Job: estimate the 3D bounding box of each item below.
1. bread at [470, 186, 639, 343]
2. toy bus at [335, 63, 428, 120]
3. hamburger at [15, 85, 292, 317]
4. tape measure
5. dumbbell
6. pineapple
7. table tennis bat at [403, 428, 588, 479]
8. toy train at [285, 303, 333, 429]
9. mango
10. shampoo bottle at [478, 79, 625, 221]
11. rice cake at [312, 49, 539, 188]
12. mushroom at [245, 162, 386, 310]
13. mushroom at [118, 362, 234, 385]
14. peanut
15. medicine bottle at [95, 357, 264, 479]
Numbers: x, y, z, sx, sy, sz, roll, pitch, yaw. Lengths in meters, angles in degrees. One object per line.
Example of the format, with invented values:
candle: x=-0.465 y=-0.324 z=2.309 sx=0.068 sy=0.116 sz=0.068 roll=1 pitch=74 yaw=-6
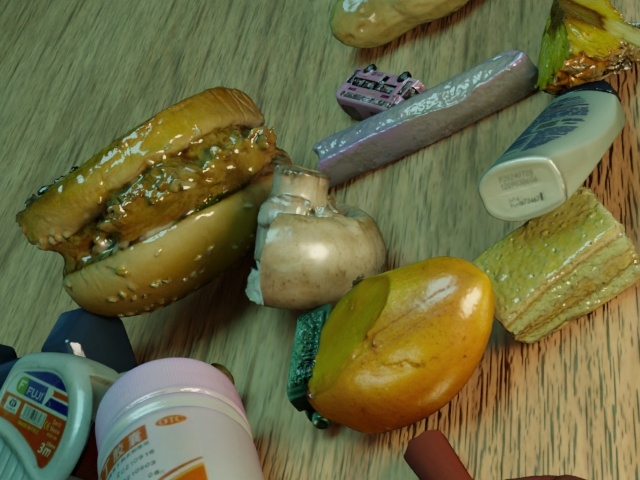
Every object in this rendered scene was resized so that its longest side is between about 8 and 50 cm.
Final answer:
bread: x=0.284 y=0.034 z=1.621 sx=0.196 sy=0.102 sz=0.138 roll=-37 pitch=28 yaw=6
toy bus: x=0.104 y=-0.236 z=2.203 sx=0.090 sy=0.063 sz=0.203 roll=-48 pitch=30 yaw=-12
hamburger: x=-0.201 y=-0.071 z=2.005 sx=0.445 sy=0.268 sz=0.287 roll=-32 pitch=1 yaw=-31
tape measure: x=-0.359 y=0.281 z=1.835 sx=0.243 sy=0.125 sz=0.246 roll=15 pitch=77 yaw=46
dumbbell: x=-0.448 y=0.206 z=2.090 sx=0.325 sy=0.160 sz=0.144 roll=-15 pitch=64 yaw=31
pineapple: x=0.396 y=-0.269 z=1.935 sx=0.249 sy=0.164 sz=0.139 roll=-92 pitch=18 yaw=-51
table tennis bat: x=0.191 y=0.332 z=1.376 sx=0.268 sy=0.051 sz=0.414 roll=-37 pitch=34 yaw=0
toy train: x=0.001 y=0.163 z=1.737 sx=0.070 sy=0.099 sz=0.172 roll=-22 pitch=35 yaw=25
mango: x=0.111 y=0.121 z=1.602 sx=0.257 sy=0.138 sz=0.187 roll=-29 pitch=50 yaw=39
shampoo bottle: x=0.317 y=-0.126 z=1.706 sx=0.134 sy=0.078 sz=0.359 roll=-17 pitch=13 yaw=30
rice cake: x=0.155 y=-0.190 z=2.073 sx=0.399 sy=0.070 sz=0.064 roll=-25 pitch=40 yaw=19
mushroom: x=0.000 y=0.000 z=1.853 sx=0.253 sy=0.189 sz=0.195 roll=-132 pitch=53 yaw=-77
mushroom: x=-0.253 y=0.234 z=1.908 sx=0.333 sy=0.087 sz=0.107 roll=-10 pitch=62 yaw=41
peanut: x=0.157 y=-0.438 z=2.343 sx=0.319 sy=0.147 sz=0.147 roll=-24 pitch=33 yaw=16
medicine bottle: x=-0.166 y=0.307 z=1.617 sx=0.202 sy=0.202 sz=0.316 roll=-34 pitch=30 yaw=5
